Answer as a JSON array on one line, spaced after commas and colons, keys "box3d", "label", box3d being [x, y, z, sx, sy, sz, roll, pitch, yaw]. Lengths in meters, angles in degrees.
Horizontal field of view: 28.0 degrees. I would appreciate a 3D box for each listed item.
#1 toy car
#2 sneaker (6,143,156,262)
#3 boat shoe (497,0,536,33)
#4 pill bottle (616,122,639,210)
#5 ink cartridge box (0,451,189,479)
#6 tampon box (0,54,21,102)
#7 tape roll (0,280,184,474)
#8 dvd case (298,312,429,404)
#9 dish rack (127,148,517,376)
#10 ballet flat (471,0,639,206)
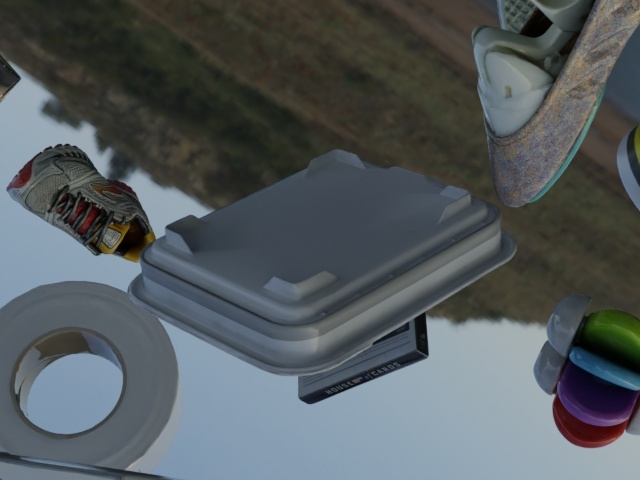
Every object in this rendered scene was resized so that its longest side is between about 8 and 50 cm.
[{"box3d": [0.313, 0.160, 1.434, 0.159, 0.136, 0.182, 25, 141, 15], "label": "toy car"}, {"box3d": [-0.257, -0.037, 1.437, 0.092, 0.088, 0.225, 50, -167, 31], "label": "sneaker"}, {"box3d": [0.347, -0.526, 2.028, 0.187, 0.500, 0.156, -3, -173, 17], "label": "boat shoe"}, {"box3d": [0.580, -0.154, 1.734, 0.188, 0.334, 0.188, 20, -130, -26], "label": "pill bottle"}, {"box3d": [-0.270, 0.289, 1.302, 0.307, 0.129, 0.223, 2, 168, 28], "label": "ink cartridge box"}, {"box3d": [-0.367, -0.166, 1.184, 0.120, 0.101, 0.161, 42, 178, -30], "label": "tampon box"}, {"box3d": [-0.322, 0.200, 1.682, 0.286, 0.286, 0.100, 38, 160, 14], "label": "tape roll"}, {"box3d": [0.047, 0.064, 1.559, 0.029, 0.179, 0.238, 34, -138, -40], "label": "dvd case"}, {"box3d": [0.000, 0.000, 1.278, 0.333, 0.072, 0.285, -27, -147, -36], "label": "dish rack"}, {"box3d": [0.179, -0.164, 0.973, 0.106, 0.316, 0.107, 13, -147, -23], "label": "ballet flat"}]
